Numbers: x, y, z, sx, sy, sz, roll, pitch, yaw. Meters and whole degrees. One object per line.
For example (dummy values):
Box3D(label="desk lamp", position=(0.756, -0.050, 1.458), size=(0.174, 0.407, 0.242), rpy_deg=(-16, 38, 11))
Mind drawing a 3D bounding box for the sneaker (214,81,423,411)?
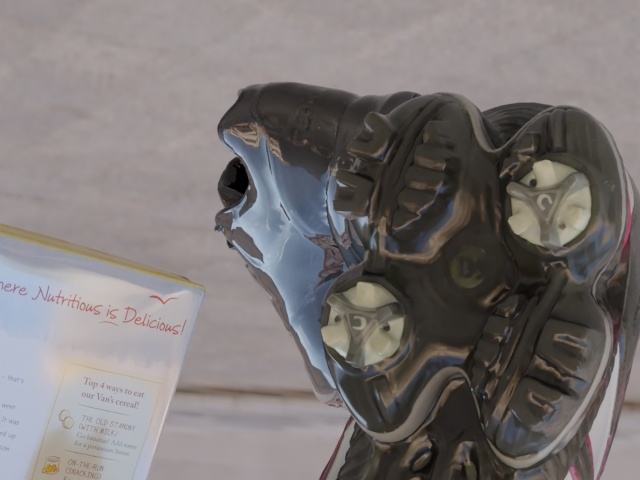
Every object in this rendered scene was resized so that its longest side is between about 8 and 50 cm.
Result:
Box3D(label="sneaker", position=(0.000, 0.000, 1.098), size=(0.130, 0.109, 0.286), rpy_deg=(16, 141, 14))

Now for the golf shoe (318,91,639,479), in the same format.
Box3D(label="golf shoe", position=(0.036, 0.096, 0.505), size=(0.105, 0.272, 0.120), rpy_deg=(21, -179, 27))

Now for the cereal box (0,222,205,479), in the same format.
Box3D(label="cereal box", position=(-0.170, 0.110, 0.834), size=(0.173, 0.240, 0.047), rpy_deg=(17, 180, -28))
